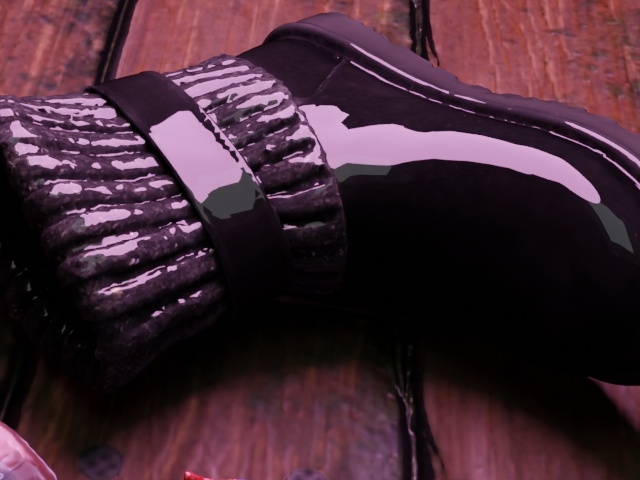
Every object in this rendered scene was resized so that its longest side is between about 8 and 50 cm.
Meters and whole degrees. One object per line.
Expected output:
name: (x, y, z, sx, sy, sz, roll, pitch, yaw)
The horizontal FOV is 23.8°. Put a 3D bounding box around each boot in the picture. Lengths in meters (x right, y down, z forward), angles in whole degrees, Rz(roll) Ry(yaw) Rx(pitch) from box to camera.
boot: (-0.001, 0.003, 0.762, 0.260, 0.131, 0.348, -22, 37, -40)

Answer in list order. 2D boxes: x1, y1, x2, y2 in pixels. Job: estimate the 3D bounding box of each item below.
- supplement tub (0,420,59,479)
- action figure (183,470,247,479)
supplement tub: (-0.191, 0.153, 0.580, 0.106, 0.106, 0.198, 30, 45, 24)
action figure: (-0.007, 0.130, 0.697, 0.115, 0.030, 0.038, 8, 45, -7)
